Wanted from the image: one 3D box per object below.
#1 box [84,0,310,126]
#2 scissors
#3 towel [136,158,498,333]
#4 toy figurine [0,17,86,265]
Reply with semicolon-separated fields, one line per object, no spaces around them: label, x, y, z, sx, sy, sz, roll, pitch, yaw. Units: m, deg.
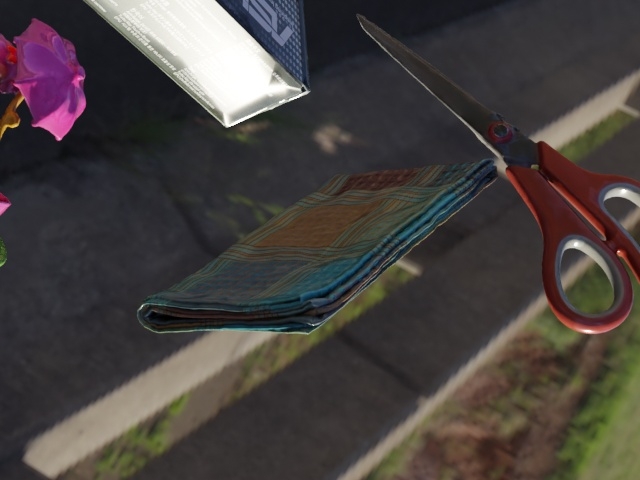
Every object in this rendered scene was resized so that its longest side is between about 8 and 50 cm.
box;-0.072;-0.164;0.509;0.190;0.045;0.184;42;34;-46
scissors;0.141;-0.063;0.977;0.109;0.297;0.021;-28;157;-12
towel;0.000;0.000;1.617;0.370;0.271;0.040;-37;114;-42
toy figurine;-0.244;-0.096;1.034;0.159;0.173;0.130;-48;169;8
